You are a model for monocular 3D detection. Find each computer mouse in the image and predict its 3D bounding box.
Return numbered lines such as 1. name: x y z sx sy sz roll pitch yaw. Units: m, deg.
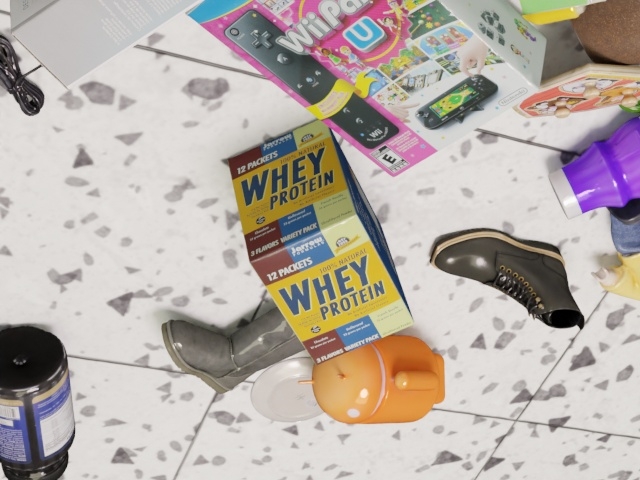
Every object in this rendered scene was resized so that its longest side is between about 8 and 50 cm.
1. computer mouse: -0.275 -0.217 1.356 0.193 0.042 0.106 -25 127 16

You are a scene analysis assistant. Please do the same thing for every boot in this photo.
1. boot: -0.087 0.122 1.676 0.208 0.076 0.189 -25 146 18
2. boot: 0.256 0.057 1.660 0.197 0.137 0.077 3 130 -15

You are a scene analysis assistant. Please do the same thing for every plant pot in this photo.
1. plant pot: 0.395 -0.288 1.364 0.230 0.215 0.215 -23 134 27

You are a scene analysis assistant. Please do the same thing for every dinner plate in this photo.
1. dinner plate: -0.033 0.227 1.822 0.141 0.017 0.141 -8 133 -8

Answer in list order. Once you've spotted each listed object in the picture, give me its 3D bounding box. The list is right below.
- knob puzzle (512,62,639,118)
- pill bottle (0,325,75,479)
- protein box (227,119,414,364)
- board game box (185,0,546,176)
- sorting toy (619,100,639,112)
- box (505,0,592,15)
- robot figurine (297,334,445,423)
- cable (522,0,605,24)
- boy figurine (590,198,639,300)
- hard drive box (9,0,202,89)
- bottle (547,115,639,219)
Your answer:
1. knob puzzle: 0.316 -0.167 1.476 0.213 0.030 0.213 -7 173 -1
2. pill bottle: -0.396 0.232 1.665 0.122 0.123 0.219 -4 132 -10
3. protein box: 0.000 0.000 1.504 0.136 0.200 0.201 -24 131 7
4. board game box: 0.049 -0.223 1.277 0.303 0.098 0.224 37 136 -23
5. sorting toy: 0.416 -0.204 1.540 0.061 0.042 0.102 30 132 -16
6. box: 0.100 -0.322 1.266 0.321 0.058 0.232 -4 137 22
7. robot figurine: 0.077 0.195 1.727 0.219 0.158 0.128 6 119 -40
8. cable: 0.170 -0.266 1.384 0.287 0.072 0.140 -27 94 24
9. boy figurine: 0.467 0.030 1.722 0.177 0.092 0.285 -23 129 4
10. hard drive box: -0.192 -0.287 1.219 0.232 0.181 0.089 -30 133 14
11. bottle: 0.434 -0.114 1.578 0.282 0.092 0.118 -25 150 9
